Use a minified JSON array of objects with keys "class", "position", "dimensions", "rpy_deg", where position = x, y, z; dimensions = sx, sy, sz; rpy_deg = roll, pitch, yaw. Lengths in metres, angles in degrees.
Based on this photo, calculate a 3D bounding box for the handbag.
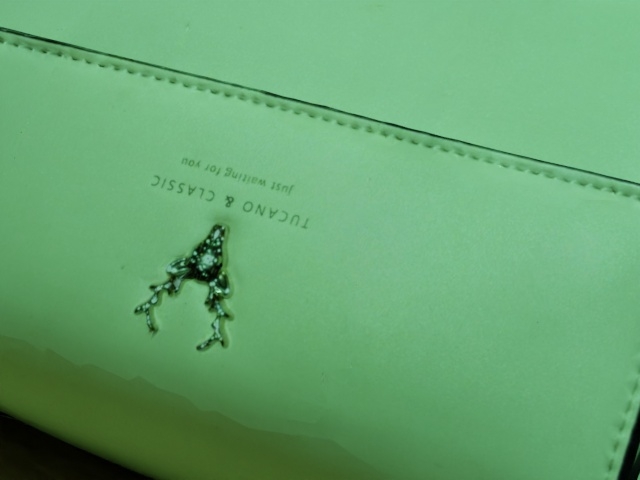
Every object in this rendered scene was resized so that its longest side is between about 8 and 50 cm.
[{"class":"handbag","position":[0.000,0.000,0.743],"dimensions":[0.358,0.237,0.160],"rpy_deg":[16,-15,29]}]
